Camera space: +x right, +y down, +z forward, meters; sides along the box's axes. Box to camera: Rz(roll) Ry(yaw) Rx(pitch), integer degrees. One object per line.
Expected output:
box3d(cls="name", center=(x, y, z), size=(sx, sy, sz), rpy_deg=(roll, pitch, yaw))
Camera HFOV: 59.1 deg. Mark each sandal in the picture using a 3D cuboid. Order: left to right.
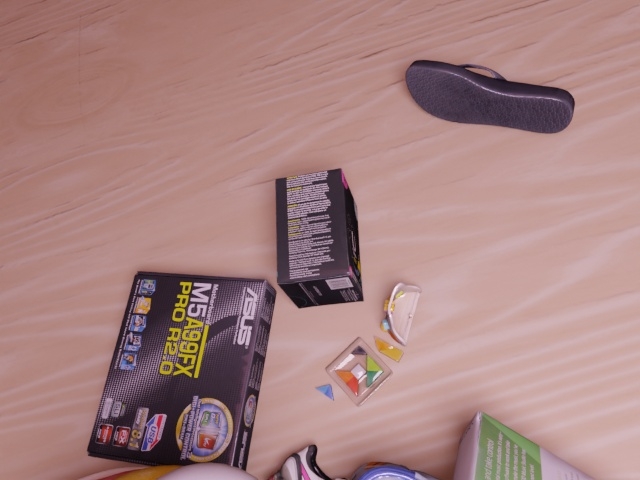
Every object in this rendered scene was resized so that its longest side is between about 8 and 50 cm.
box3d(cls="sandal", center=(0.255, -0.223, 0.869), size=(0.254, 0.097, 0.055), rpy_deg=(17, 60, 10))

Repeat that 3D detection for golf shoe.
box3d(cls="golf shoe", center=(0.019, 0.337, 0.689), size=(0.086, 0.067, 0.186), rpy_deg=(-44, 65, -7))

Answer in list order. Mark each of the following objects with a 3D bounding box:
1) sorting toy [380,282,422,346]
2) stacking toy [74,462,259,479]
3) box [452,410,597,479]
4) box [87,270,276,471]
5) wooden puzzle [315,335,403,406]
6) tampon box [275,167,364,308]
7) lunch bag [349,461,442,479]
box3d(cls="sorting toy", center=(0.105, 0.092, 0.770), size=(0.044, 0.075, 0.083), rpy_deg=(13, 70, 18))
box3d(cls="stacking toy", center=(-0.140, 0.314, 0.469), size=(0.350, 0.480, 0.351), rpy_deg=(14, 50, -17))
box3d(cls="box", center=(0.262, 0.310, 0.495), size=(0.321, 0.232, 0.059), rpy_deg=(31, 112, 10))
box3d(cls="box", center=(-0.192, 0.184, 0.812), size=(0.216, 0.060, 0.270), rpy_deg=(3, 68, 15))
box3d(cls="wooden puzzle", center=(0.053, 0.179, 0.779), size=(0.078, 0.014, 0.116), rpy_deg=(37, 80, 25))
box3d(cls="tampon box", center=(0.000, 0.000, 0.810), size=(0.101, 0.120, 0.161), rpy_deg=(-7, 66, 11))
box3d(cls="lunch bag", center=(0.136, 0.389, 0.582), size=(0.303, 0.115, 0.243), rpy_deg=(23, 71, 4))
